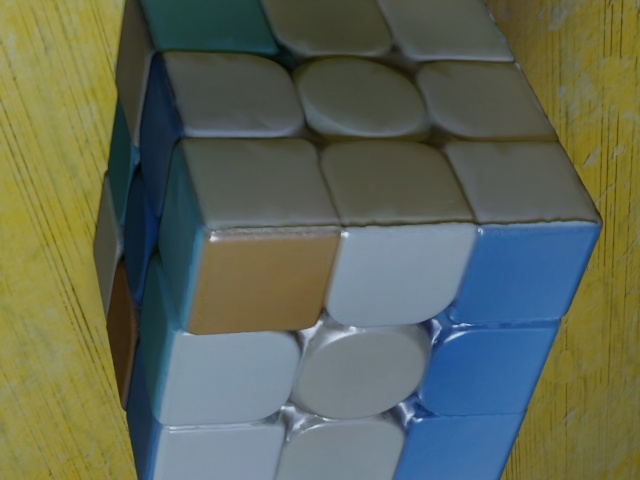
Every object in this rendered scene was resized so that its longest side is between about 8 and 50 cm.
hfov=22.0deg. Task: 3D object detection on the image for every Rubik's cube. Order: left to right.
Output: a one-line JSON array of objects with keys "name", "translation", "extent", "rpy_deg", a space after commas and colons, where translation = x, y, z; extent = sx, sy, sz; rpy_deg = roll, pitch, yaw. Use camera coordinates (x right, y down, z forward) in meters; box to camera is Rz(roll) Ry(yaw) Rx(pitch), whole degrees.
[{"name": "Rubik's cube", "translation": [0.000, 0.000, 1.474], "extent": [0.347, 0.347, 0.344], "rpy_deg": [-1, 132, -16]}]
